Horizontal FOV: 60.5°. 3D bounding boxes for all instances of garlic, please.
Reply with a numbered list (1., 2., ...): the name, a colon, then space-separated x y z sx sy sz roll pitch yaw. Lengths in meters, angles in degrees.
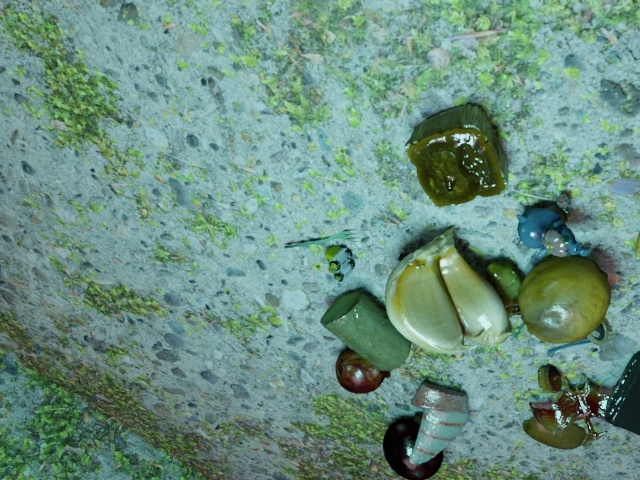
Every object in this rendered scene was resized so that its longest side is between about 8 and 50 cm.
1. garlic: 0.328 0.151 1.421 0.249 0.286 0.313 -32 86 43

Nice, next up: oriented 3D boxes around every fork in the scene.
1. fork: 0.001 -0.001 1.576 0.234 0.021 0.039 -7 123 25

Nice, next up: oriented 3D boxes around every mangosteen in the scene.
1. mangosteen: 0.351 0.731 1.987 0.228 0.228 0.266 35 96 -13

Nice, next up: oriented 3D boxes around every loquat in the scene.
1. loquat: 0.608 0.147 1.370 0.193 0.238 0.238 45 128 -16

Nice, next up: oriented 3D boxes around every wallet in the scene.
1. wallet: 1.039 0.497 1.575 0.405 0.062 0.229 25 92 -5

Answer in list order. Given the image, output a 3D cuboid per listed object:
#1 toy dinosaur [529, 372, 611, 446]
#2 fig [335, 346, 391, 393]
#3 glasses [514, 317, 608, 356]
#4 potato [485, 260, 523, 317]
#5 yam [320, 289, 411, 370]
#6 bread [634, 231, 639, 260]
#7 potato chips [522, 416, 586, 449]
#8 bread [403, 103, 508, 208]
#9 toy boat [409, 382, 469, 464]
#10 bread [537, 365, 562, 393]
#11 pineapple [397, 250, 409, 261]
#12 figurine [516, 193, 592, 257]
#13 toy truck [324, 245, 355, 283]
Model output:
1. toy dinosaur: 0.825 0.505 1.691 0.327 0.112 0.207 -48 67 21
2. fig: 0.160 0.429 1.816 0.207 0.175 0.175 11 134 -11
3. glasses: 0.671 0.271 1.546 0.189 0.088 0.221 27 133 -7
4. potato: 0.496 0.129 1.483 0.105 0.085 0.188 -34 121 -6
5. yam: 0.142 0.269 1.670 0.268 0.161 0.161 41 130 -18
6. bread: 0.816 -0.020 1.225 0.173 0.121 0.246 9 137 22
7. potato chips: 0.796 0.664 1.877 0.201 0.049 0.150 25 128 4
8. bread: 0.312 -0.182 1.255 0.192 0.110 0.210 -14 124 29
9. toy boat: 0.387 0.635 1.857 0.205 0.096 0.283 16 92 -4
10. bread: 0.703 0.423 1.673 0.053 0.085 0.085 -25 119 43
11. pineapple: 0.259 0.084 1.539 0.058 0.058 0.124 -28 117 35
12. figurine: 0.562 -0.027 1.300 0.144 0.178 0.114 -49 129 1
13. toy truck: 0.049 0.071 1.592 0.076 0.076 0.111 16 135 37
